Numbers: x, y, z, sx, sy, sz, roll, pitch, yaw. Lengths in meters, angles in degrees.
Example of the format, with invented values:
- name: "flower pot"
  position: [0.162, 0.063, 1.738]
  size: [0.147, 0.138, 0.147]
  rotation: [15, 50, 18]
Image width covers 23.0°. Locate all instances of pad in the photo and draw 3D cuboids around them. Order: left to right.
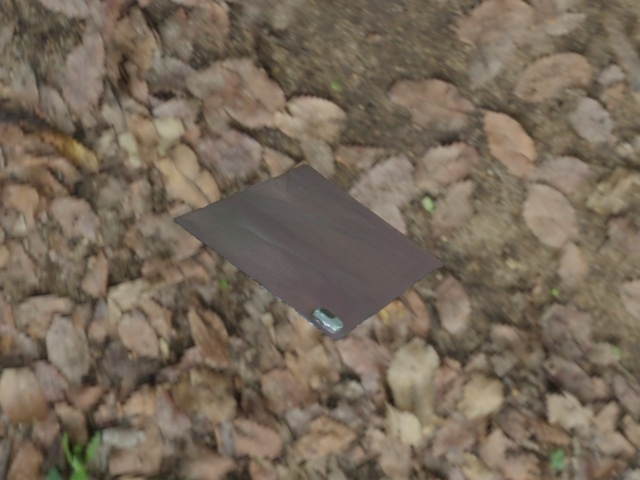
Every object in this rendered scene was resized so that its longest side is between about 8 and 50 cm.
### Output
- name: "pad"
  position: [0.000, 0.000, 0.917]
  size: [0.113, 0.188, 0.006]
  rotation: [36, 112, 12]
